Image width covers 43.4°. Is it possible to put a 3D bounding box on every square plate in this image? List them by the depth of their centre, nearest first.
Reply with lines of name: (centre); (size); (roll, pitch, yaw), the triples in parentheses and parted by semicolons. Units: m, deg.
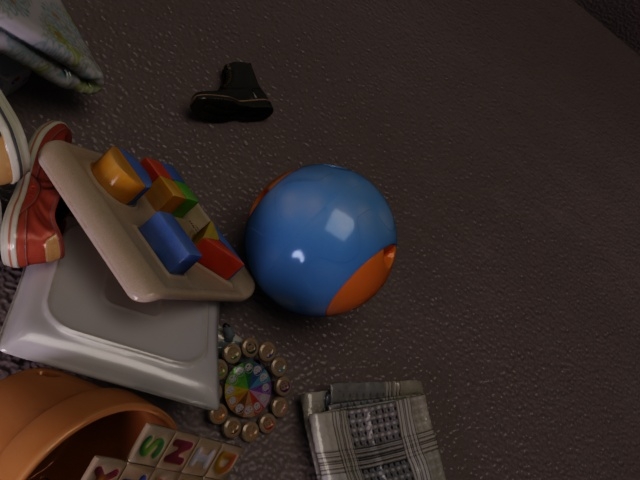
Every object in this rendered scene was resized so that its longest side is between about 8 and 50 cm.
square plate: (-0.318, 0.097, 1.330); (0.347, 0.049, 0.344); (21, 33, -21)

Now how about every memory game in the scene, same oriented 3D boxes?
memory game: (-0.127, 0.266, 1.434); (0.186, 0.012, 0.186); (5, 82, -38)

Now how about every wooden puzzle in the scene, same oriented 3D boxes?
wooden puzzle: (-0.268, -0.038, 1.367); (0.322, 0.080, 0.348); (53, 17, 16)

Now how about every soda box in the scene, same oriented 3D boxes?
soda box: (-0.626, -0.359, 1.445); (0.216, 0.069, 0.074); (44, 50, -7)

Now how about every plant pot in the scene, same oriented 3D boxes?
plant pot: (-0.369, 0.310, 1.123); (0.203, 0.291, 0.291); (27, 40, 35)

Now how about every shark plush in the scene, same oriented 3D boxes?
shark plush: (-0.164, 0.210, 1.471); (0.161, 0.073, 0.067); (46, 68, -30)

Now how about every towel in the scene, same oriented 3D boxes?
towel: (-0.554, -0.429, 1.368); (0.320, 0.090, 0.374); (59, 12, 21)
towel: (0.121, 0.419, 1.510); (0.312, 0.056, 0.324); (1, 65, -36)

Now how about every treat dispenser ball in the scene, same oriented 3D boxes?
treat dispenser ball: (0.000, 0.000, 1.513); (0.288, 0.288, 0.288); (15, 59, -26)

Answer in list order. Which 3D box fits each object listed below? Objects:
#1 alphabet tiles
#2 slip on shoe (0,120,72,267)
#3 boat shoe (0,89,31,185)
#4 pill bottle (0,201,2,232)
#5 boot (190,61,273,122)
alphabet tiles: (-0.244, 0.407, 1.152); (0.285, 0.011, 0.342); (-61, 144, -5)
slip on shoe: (-0.448, -0.081, 1.341); (0.101, 0.123, 0.331); (3, 41, -9)
boat shoe: (-0.640, -0.271, 1.281); (0.156, 0.187, 0.500); (-27, 67, -28)
pill bottle: (-0.624, -0.016, 1.222); (0.245, 0.136, 0.136); (4, 64, -31)
boot: (-0.205, -0.323, 1.700); (0.198, 0.077, 0.137); (-1, 61, -47)
